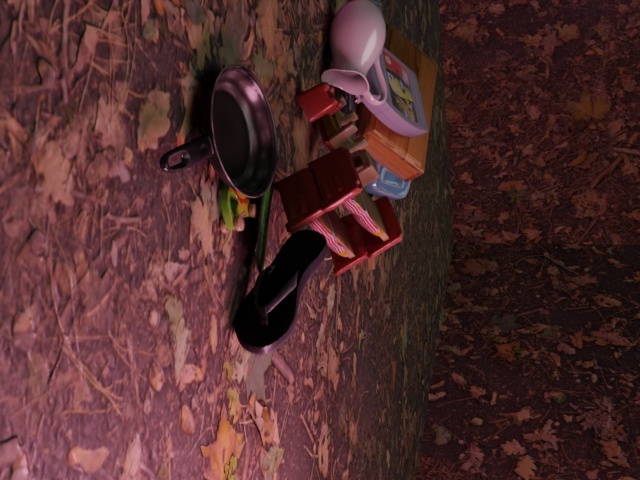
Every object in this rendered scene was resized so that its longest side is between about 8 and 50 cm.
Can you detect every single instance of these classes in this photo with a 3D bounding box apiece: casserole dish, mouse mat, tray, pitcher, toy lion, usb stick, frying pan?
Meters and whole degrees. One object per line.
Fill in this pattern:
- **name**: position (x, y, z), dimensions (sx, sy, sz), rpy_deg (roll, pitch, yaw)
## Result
- **casserole dish**: position (0.193, -0.172, 2.131), dimensions (0.188, 0.037, 0.114), rpy_deg (12, 94, -45)
- **mouse mat**: position (-0.092, -0.047, 1.281), dimensions (0.152, 0.007, 0.189), rpy_deg (90, 4, -73)
- **tray**: position (0.210, -0.379, 2.083), dimensions (0.203, 0.076, 0.410), rpy_deg (32, 51, -28)
- **pitcher**: position (0.095, -0.420, 1.729), dimensions (0.178, 0.126, 0.207), rpy_deg (29, 62, -37)
- **toy lion**: position (-0.130, -0.071, 1.180), dimensions (0.100, 0.034, 0.096), rpy_deg (-53, 134, -64)
- **usb stick**: position (0.060, -0.257, 1.805), dimensions (0.077, 0.045, 0.277), rpy_deg (-5, 96, -73)
- **frying pan**: position (-0.136, -0.119, 1.088), dimensions (0.326, 0.053, 0.197), rpy_deg (-67, 144, -46)

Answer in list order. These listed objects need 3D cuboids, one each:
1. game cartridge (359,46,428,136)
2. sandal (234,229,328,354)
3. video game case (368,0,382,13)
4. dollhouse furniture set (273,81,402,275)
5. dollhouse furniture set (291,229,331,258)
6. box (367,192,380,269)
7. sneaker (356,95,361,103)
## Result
- **game cartridge**: position (0.179, -0.368, 1.906), dimensions (0.294, 0.060, 0.196), rpy_deg (18, 62, -55)
- **sandal**: position (-0.069, 0.071, 1.241), dimensions (0.054, 0.097, 0.254), rpy_deg (75, 31, -46)
- **video game case**: position (0.139, -0.673, 2.104), dimensions (0.201, 0.023, 0.183), rpy_deg (-36, 126, -69)
- **dollhouse furniture set**: position (0.009, -0.145, 1.483), dimensions (0.201, 0.152, 0.374), rpy_deg (45, 22, -48)
- **dollhouse furniture set**: position (0.000, 0.000, 1.539), dimensions (0.114, 0.081, 0.091), rpy_deg (-64, 151, -56)
- **box**: position (0.151, -0.042, 2.183), dimensions (0.164, 0.021, 0.201), rpy_deg (-62, 150, -58)
- **sneaker**: position (0.092, -0.371, 1.919), dimensions (0.152, 0.054, 0.061), rpy_deg (3, 103, -71)
